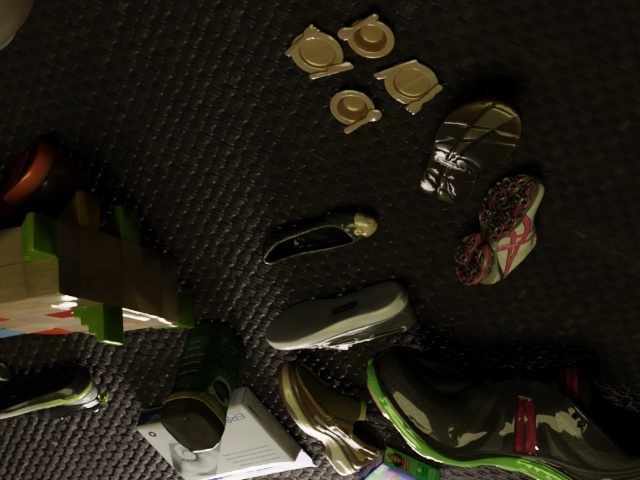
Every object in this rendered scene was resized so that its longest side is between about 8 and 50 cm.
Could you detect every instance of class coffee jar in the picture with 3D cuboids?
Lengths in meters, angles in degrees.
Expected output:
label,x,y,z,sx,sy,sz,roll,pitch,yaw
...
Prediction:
label,x,y,z,sx,sy,sz,roll,pitch,yaw
coffee jar,-0.172,0.216,1.898,0.079,0.184,0.096,-14,130,27

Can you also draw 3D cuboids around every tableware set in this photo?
label,x,y,z,sx,sy,sz,roll,pitch,yaw
tableware set,0.050,-0.200,1.520,0.141,0.020,0.168,-21,127,32

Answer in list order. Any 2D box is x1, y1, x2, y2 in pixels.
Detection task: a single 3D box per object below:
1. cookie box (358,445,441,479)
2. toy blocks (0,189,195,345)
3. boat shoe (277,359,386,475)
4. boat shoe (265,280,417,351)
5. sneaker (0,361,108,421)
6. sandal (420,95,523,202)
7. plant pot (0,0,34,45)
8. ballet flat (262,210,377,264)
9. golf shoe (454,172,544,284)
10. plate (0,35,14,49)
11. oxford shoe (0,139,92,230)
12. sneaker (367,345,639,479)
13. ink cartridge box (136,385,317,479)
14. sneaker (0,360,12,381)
label,x,y,z,sx,sy,sz,roll,pitch,yaw
cookie box,0.128,0.389,2.105,0.107,0.040,0.092,25,136,-13
toy blocks,-0.379,0.064,1.756,0.261,0.190,0.381,-10,166,23
boat shoe,0.024,0.258,1.971,0.095,0.095,0.257,-21,134,15
boat shoe,0.033,0.121,1.829,0.229,0.080,0.076,-20,126,23
sneaker,-0.455,0.270,2.108,0.235,0.084,0.097,-12,132,26
sandal,0.180,-0.116,1.551,0.090,0.060,0.219,22,152,1
plant pot,-0.432,-0.337,1.337,0.323,0.323,0.280,2,154,13
ballet flat,0.000,0.000,1.723,0.173,0.049,0.057,-15,131,28
golf shoe,0.241,-0.018,1.639,0.086,0.067,0.186,-3,140,-29
plate,-0.459,-0.291,1.563,0.188,0.024,0.188,7,136,7
oxford shoe,-0.415,-0.029,1.778,0.098,0.096,0.271,31,135,-25
sneaker,0.295,0.234,1.830,0.483,0.185,0.202,19,119,-9
ink cartridge box,-0.154,0.341,2.128,0.223,0.045,0.224,-17,129,30
sneaker,-0.544,0.214,2.118,0.083,0.031,0.035,18,145,8
